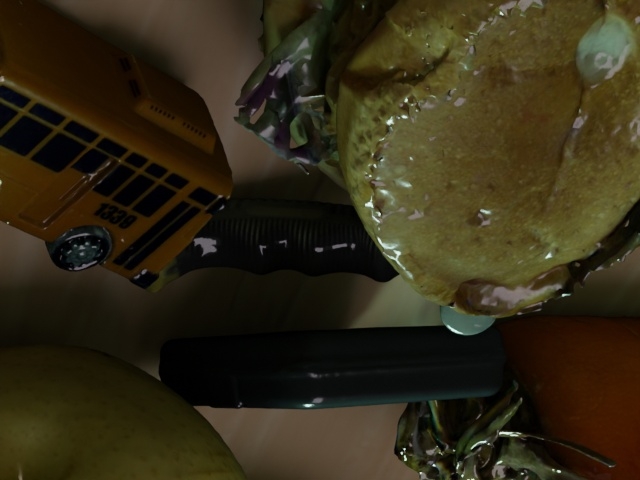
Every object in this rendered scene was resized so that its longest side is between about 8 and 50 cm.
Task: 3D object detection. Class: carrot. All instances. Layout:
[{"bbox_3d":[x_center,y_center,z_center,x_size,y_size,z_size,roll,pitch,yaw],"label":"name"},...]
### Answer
[{"bbox_3d":[0.190,0.157,1.464,0.331,0.214,0.193,7,133,-31],"label":"carrot"}]

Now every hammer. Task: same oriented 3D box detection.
[{"bbox_3d":[0.000,0.000,1.242,0.226,0.159,0.041,0,123,-1],"label":"hammer"}]

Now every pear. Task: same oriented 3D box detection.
[{"bbox_3d":[-0.185,0.221,1.253,0.309,0.309,0.309,-15,143,-12],"label":"pear"}]

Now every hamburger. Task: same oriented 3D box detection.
[{"bbox_3d":[0.114,-0.123,1.081,0.318,0.195,0.277,-42,138,18],"label":"hamburger"}]

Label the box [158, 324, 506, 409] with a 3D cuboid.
[{"bbox_3d":[0.004,0.084,1.293,0.160,0.050,0.230,-2,177,-28],"label":"box"}]

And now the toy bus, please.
[{"bbox_3d":[-0.145,-0.061,1.094,0.114,0.098,0.201,-40,140,20],"label":"toy bus"}]
